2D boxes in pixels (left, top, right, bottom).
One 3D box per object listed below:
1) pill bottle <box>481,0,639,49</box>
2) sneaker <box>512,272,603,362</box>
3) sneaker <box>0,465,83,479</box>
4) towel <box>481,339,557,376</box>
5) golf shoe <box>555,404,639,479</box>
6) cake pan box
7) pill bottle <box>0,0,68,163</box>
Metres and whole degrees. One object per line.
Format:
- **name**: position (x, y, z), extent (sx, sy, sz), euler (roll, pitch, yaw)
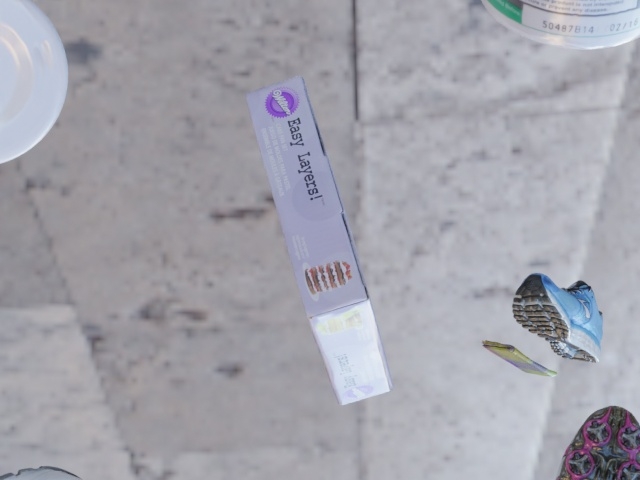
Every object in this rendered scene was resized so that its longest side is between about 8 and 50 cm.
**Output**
- **pill bottle**: position (0.259, -0.381, 1.778), extent (0.204, 0.204, 0.361), euler (-1, 135, 0)
- **sneaker**: position (0.257, 0.070, 1.982), extent (0.063, 0.073, 0.162), euler (6, 157, 34)
- **sneaker**: position (-0.183, 0.253, 1.000), extent (0.129, 0.297, 0.111), euler (14, 141, 16)
- **towel**: position (0.236, 0.141, 2.205), extent (0.083, 0.009, 0.060), euler (31, 166, -32)
- **golf shoe**: position (0.210, 0.221, 1.462), extent (0.067, 0.186, 0.086), euler (13, 173, 0)
- **cake pan box**: position (0.000, 0.000, 1.846), extent (0.070, 0.267, 0.246), euler (-16, 156, -1)
- **pill bottle**: position (-0.305, -0.146, 1.596), extent (0.152, 0.152, 0.272), euler (6, -175, -14)
